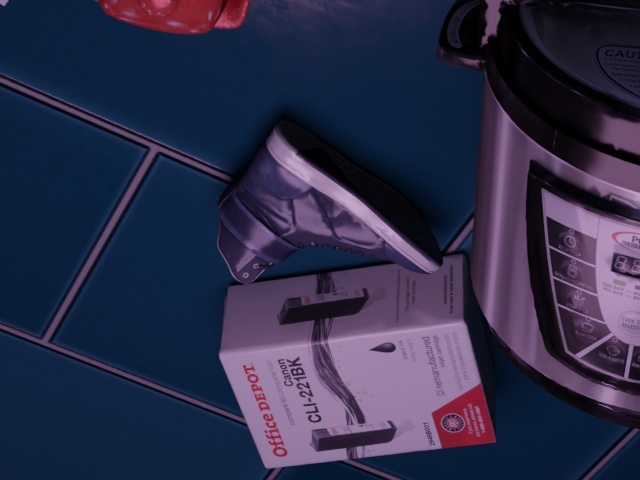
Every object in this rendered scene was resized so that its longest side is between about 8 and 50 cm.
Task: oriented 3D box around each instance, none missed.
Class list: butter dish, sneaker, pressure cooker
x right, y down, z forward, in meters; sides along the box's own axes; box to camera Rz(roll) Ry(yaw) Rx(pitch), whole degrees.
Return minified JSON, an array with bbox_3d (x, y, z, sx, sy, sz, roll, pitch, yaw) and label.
[{"bbox_3d":[-0.138,-0.243,1.363,0.160,0.118,0.160,12,131,-5],"label":"butter dish"},{"bbox_3d":[0.000,-0.001,1.575,0.226,0.086,0.163,36,115,-12],"label":"sneaker"},{"bbox_3d":[0.310,-0.093,1.301,0.370,0.375,0.420,-18,134,-20],"label":"pressure cooker"}]

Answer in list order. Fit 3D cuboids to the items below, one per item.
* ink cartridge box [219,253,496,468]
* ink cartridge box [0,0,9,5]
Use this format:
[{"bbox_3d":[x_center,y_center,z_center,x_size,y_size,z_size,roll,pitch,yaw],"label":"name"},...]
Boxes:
[{"bbox_3d":[0.044,0.137,1.684,0.273,0.114,0.197,-8,131,13],"label":"ink cartridge box"},{"bbox_3d":[-0.238,-0.309,1.326,0.046,0.097,0.207,28,127,-20],"label":"ink cartridge box"}]
